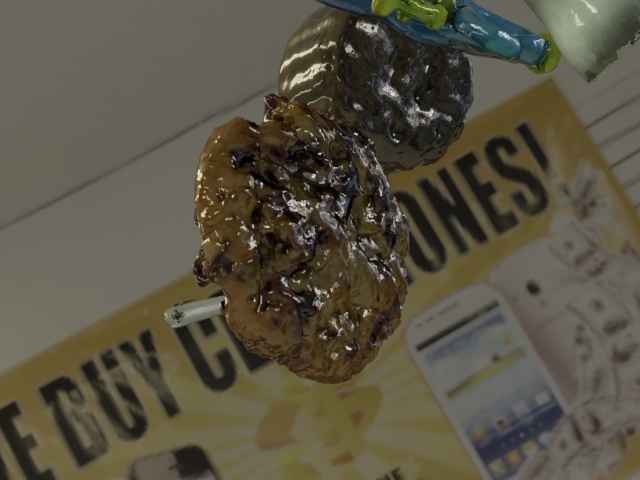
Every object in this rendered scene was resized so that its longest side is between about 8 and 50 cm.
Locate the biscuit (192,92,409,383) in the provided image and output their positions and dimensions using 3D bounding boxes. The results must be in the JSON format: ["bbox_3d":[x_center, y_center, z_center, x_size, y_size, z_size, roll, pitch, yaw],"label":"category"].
[{"bbox_3d":[0.000,-0.004,1.160,0.081,0.289,0.334,-6,-19,36],"label":"biscuit"}]

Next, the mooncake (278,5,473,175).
[{"bbox_3d":[0.093,-0.235,1.681,0.290,0.290,0.161,-26,8,-29],"label":"mooncake"}]

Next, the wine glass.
[{"bbox_3d":[0.161,-0.189,0.794,0.072,0.155,0.072,-44,-2,-2],"label":"wine glass"}]

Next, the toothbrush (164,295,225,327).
[{"bbox_3d":[-0.067,0.079,1.856,0.418,0.042,0.040,-14,-12,-33],"label":"toothbrush"}]

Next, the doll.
[{"bbox_3d":[0.099,-0.276,1.240,0.098,0.341,0.346,-70,22,12],"label":"doll"}]
